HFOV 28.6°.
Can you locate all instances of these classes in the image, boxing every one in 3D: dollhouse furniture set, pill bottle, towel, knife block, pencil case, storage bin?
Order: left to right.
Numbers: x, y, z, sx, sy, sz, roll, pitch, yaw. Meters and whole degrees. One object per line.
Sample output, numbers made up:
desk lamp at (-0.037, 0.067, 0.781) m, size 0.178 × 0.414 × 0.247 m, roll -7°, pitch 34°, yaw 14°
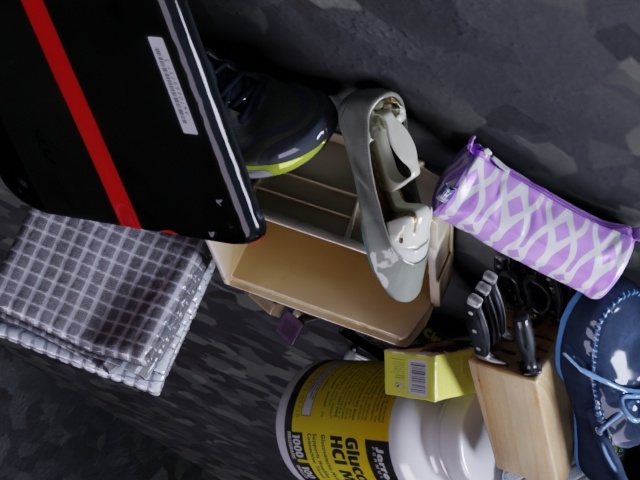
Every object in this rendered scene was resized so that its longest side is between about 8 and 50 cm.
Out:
towel at (-0.254, 0.019, 1.548) m, size 0.235 × 0.283 × 0.121 m, roll 22°, pitch 159°, yaw 2°
dollhouse furniture set at (-0.039, 0.077, 1.853) m, size 0.114 × 0.091 × 0.081 m, roll 40°, pitch -150°, yaw 24°
storage bin at (0.010, -0.009, 1.411) m, size 0.260 × 0.123 × 0.262 m, roll 19°, pitch 159°, yaw 14°
pill bottle at (0.110, 0.258, 1.709) m, size 0.334 × 0.188 × 0.188 m, roll -5°, pitch 146°, yaw 47°
knife block at (0.223, 0.152, 1.415) m, size 0.088 × 0.275 × 0.242 m, roll 16°, pitch -172°, yaw 33°
pencil case at (0.207, -0.022, 1.221) m, size 0.206 × 0.088 × 0.086 m, roll 28°, pitch -155°, yaw -11°

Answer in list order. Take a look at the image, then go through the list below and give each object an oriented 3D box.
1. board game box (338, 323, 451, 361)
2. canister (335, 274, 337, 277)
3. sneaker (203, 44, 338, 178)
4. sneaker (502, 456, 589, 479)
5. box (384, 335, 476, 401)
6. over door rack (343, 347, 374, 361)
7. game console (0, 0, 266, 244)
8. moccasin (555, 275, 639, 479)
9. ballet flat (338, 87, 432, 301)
board game box at (0.162, 0.174, 1.758) m, size 0.260 × 0.030 × 0.136 m, roll 35°, pitch 149°, yaw -14°
canister at (-0.024, 0.047, 1.618) m, size 0.170 × 0.073 × 0.126 m, roll 18°, pitch -173°, yaw 24°
sneaker at (-0.125, -0.149, 1.241) m, size 0.300 × 0.111 × 0.121 m, roll 14°, pitch 154°, yaw 20°
sneaker at (0.354, 0.270, 1.593) m, size 0.258 × 0.094 × 0.091 m, roll -23°, pitch 158°, yaw 0°
box at (0.187, 0.151, 1.538) m, size 0.232 × 0.058 × 0.087 m, roll -3°, pitch -176°, yaw -45°
over door rack at (0.117, 0.300, 2.094) m, size 0.240 × 0.108 × 0.324 m, roll 25°, pitch 160°, yaw 2°
game console at (-0.236, -0.170, 1.209) m, size 0.342 × 0.060 × 0.386 m, roll 8°, pitch 133°, yaw 32°
moccasin at (0.351, 0.174, 1.393) m, size 0.117 × 0.138 × 0.342 m, roll 44°, pitch 162°, yaw 45°
ballet flat at (0.071, -0.042, 1.197) m, size 0.068 × 0.072 × 0.213 m, roll -6°, pitch 103°, yaw 49°
